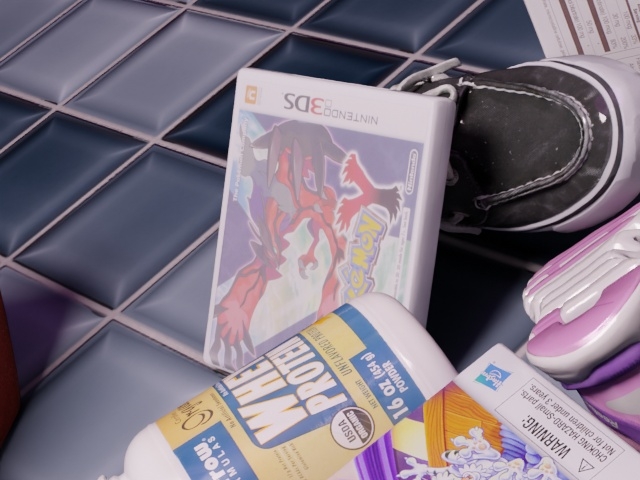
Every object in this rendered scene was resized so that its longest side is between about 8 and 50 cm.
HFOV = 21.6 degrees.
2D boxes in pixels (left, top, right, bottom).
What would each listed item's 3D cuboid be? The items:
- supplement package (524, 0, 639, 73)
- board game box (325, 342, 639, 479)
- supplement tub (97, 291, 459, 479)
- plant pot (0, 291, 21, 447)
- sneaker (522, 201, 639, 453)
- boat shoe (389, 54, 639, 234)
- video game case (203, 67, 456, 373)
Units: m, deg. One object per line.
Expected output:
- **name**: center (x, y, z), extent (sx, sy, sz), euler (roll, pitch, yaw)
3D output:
- **supplement package**: center (0.236, -0.203, 1.139), extent (0.145, 0.204, 0.262), euler (-11, 35, 24)
- **board game box**: center (0.106, 0.221, 0.678), extent (0.233, 0.078, 0.347), euler (-37, 47, -16)
- **supplement tub**: center (-0.014, 0.134, 0.893), extent (0.199, 0.144, 0.144), euler (-32, 33, -9)
- **plant pot**: center (-0.349, 0.094, 1.102), extent (0.267, 0.236, 0.267), euler (-11, 36, 24)
- **sneaker**: center (0.176, 0.052, 0.935), extent (0.095, 0.104, 0.236), euler (-38, 6, 18)
- **boat shoe**: center (0.078, -0.060, 1.071), extent (0.105, 0.113, 0.306), euler (-4, 6, -35)
- **video game case**: center (0.000, 0.000, 1.056), extent (0.023, 0.201, 0.183), euler (0, 10, -43)
